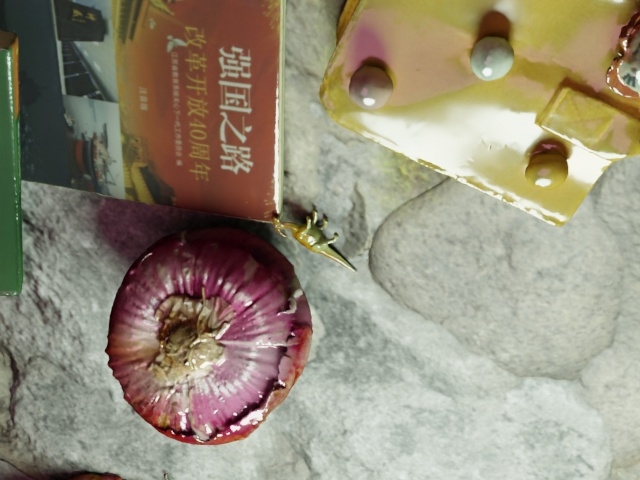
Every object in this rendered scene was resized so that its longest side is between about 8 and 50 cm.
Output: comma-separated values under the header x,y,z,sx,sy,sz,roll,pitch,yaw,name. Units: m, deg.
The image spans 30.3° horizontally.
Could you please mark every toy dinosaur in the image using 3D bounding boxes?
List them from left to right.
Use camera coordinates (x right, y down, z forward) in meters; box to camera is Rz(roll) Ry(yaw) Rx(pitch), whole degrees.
x,y,z,sx,sy,sz,roll,pitch,yaw,name
0.001,-0.003,1.231,0.113,0.026,0.041,28,120,-22,toy dinosaur

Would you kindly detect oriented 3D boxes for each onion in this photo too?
x,y,z,sx,sy,sz,roll,pitch,yaw,name
-0.108,0.098,1.261,0.230,0.163,0.230,0,90,21,onion

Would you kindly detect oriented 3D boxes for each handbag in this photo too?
x,y,z,sx,sy,sz,roll,pitch,yaw,name
0.196,-0.215,0.975,0.283,0.133,0.401,27,127,-8,handbag

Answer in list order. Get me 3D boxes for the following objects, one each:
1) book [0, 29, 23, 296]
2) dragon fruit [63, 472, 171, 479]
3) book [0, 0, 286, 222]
x,y,z,sx,sy,sz,roll,pitch,yaw,name
-0.444,-0.077,1.232,0.260,0.043,0.371,4,137,-10,book
-0.295,0.406,1.521,0.211,0.147,0.282,45,125,-13,dragon fruit
-0.216,-0.159,1.194,0.374,0.028,0.262,10,124,12,book
